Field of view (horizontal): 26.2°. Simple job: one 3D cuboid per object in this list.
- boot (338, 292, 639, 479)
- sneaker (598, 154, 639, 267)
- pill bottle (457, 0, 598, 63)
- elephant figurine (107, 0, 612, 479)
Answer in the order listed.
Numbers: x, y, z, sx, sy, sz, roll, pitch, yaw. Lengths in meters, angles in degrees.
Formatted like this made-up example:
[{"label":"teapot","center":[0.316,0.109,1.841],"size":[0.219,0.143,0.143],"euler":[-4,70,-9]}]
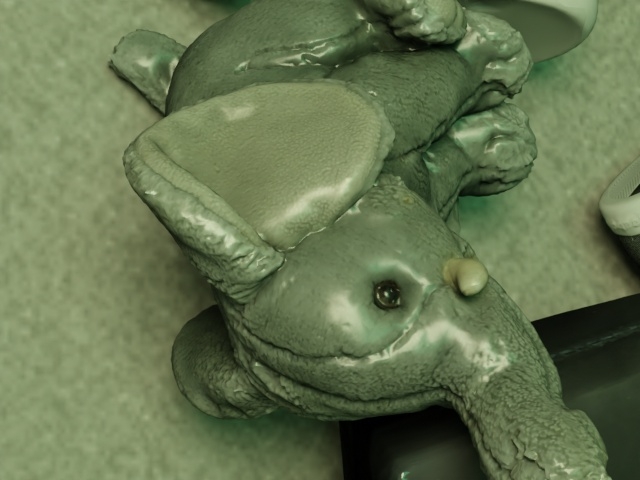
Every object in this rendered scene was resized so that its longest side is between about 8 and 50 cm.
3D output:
[{"label":"boot","center":[0.246,0.180,0.634],"size":[0.445,0.146,0.367],"euler":[-16,97,-19]},{"label":"sneaker","center":[0.245,-0.030,0.722],"size":[0.217,0.079,0.121],"euler":[-38,105,-22]},{"label":"pill bottle","center":[0.072,-0.197,0.658],"size":[0.117,0.117,0.208],"euler":[6,78,-20]},{"label":"elephant figurine","center":[0.000,0.000,0.533],"size":[0.169,0.186,0.239],"euler":[44,37,-22]}]
